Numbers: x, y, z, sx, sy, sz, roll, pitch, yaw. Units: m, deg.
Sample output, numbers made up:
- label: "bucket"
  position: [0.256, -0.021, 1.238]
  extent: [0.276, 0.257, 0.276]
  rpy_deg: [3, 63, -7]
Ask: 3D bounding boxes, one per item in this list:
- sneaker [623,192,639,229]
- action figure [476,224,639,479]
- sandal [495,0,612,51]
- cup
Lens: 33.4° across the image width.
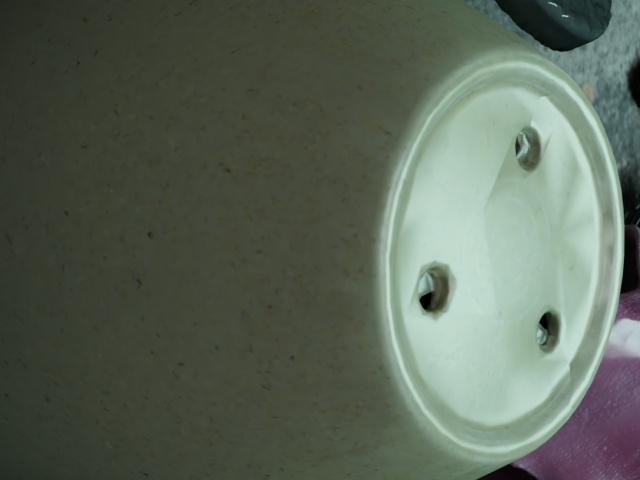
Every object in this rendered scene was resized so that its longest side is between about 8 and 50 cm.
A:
- label: "sneaker"
  position: [0.289, 0.074, 0.906]
  extent: [0.108, 0.100, 0.272]
  rpy_deg: [10, 92, -54]
- label: "action figure"
  position: [0.227, 0.142, 0.702]
  extent: [0.370, 0.248, 0.276]
  rpy_deg: [32, 65, -24]
- label: "sandal"
  position: [-0.018, -0.249, 0.514]
  extent: [0.445, 0.107, 0.168]
  rpy_deg: [38, 45, -26]
- label: "cup"
  position: [0.000, 0.000, 0.514]
  extent: [0.331, 0.237, 0.331]
  rpy_deg: [-4, 96, -44]
